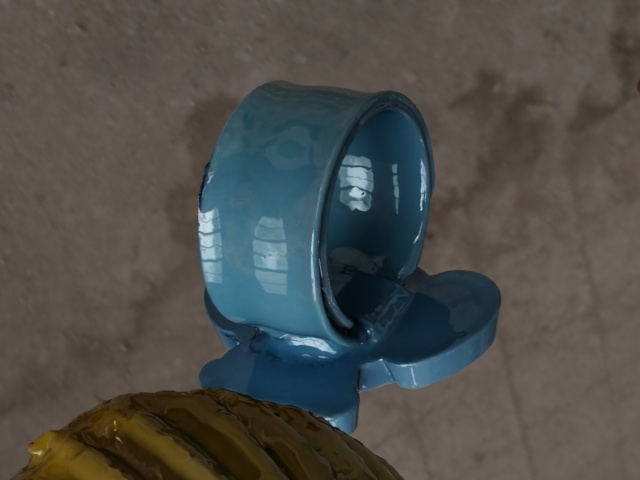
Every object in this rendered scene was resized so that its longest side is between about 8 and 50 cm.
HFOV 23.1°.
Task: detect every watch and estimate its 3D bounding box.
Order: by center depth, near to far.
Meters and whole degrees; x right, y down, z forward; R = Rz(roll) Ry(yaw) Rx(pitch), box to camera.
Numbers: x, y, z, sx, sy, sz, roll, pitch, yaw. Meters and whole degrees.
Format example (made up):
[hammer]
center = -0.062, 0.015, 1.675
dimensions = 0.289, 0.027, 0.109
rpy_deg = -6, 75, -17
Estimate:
[watch]
center = 0.000, 0.000, 1.010
dimensions = 0.211, 0.211, 0.193
rpy_deg = -24, 125, -20

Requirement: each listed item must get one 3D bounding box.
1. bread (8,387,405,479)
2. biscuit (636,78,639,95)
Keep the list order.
[bread]
center = -0.036, 0.170, 0.572
dimensions = 0.240, 0.139, 0.240
rpy_deg = -7, 101, -39
[biscuit]
center = 0.200, -0.039, 0.756
dimensions = 0.019, 0.119, 0.130
rpy_deg = 14, 88, -45
